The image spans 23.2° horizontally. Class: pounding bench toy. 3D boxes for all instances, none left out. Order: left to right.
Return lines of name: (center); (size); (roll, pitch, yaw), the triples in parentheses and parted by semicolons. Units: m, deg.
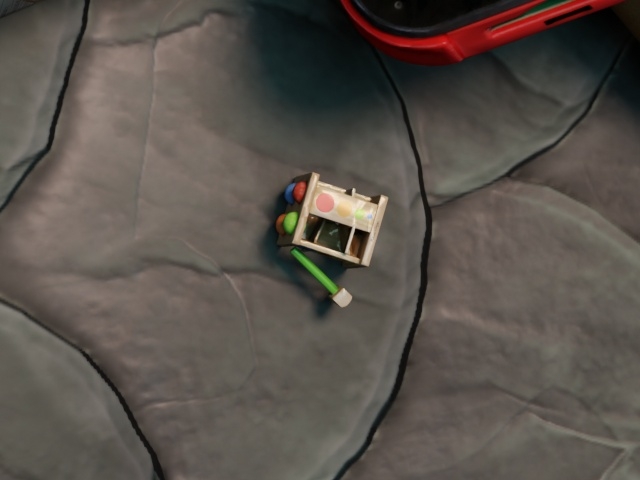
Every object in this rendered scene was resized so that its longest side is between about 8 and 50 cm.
pounding bench toy: (0.000, 0.000, 1.109); (0.065, 0.052, 0.083); (17, 84, -14)

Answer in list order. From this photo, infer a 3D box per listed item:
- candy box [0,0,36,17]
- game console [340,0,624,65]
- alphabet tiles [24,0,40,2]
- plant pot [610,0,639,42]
candy box: (-0.189, -0.264, 1.046); (0.316, 0.087, 0.183); (-25, 93, -14)
game console: (0.157, -0.319, 0.983); (0.386, 0.060, 0.342); (-19, 80, 15)
alphabet tiles: (-0.187, -0.306, 0.993); (0.284, 0.021, 0.278); (-31, 94, -16)
plant pot: (0.318, -0.194, 1.128); (0.237, 0.237, 0.254); (-39, 114, -13)
